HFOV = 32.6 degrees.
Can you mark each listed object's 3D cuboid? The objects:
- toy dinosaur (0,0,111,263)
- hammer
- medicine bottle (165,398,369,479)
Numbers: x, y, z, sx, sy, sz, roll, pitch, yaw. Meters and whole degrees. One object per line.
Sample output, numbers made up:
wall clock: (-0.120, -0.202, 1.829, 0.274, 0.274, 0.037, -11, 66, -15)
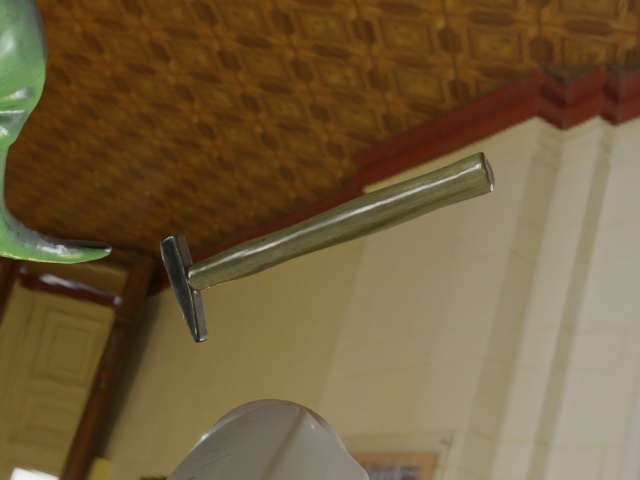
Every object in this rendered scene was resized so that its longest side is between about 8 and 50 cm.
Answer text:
toy dinosaur: (-0.182, -0.121, 0.683, 0.374, 0.144, 0.500, -32, 161, 20)
hammer: (0.000, 0.000, 0.563, 0.198, 0.062, 0.013, -20, 173, 30)
medicine bottle: (-0.052, 0.173, 0.579, 0.111, 0.161, 0.296, 45, -170, 0)
